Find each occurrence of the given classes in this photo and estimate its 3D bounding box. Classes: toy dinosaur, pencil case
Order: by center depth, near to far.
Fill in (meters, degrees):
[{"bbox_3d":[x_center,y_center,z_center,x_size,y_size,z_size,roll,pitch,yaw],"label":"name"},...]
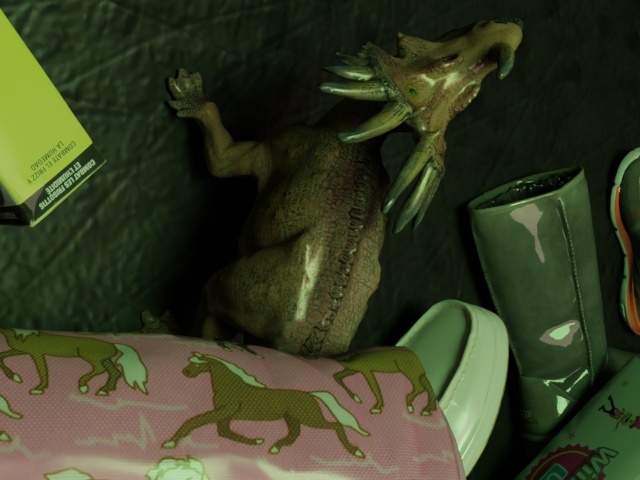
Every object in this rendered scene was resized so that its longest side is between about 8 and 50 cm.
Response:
[{"bbox_3d":[-0.118,0.132,0.604,0.386,0.167,0.160,1,50,-21],"label":"pencil case"},{"bbox_3d":[0.000,0.000,0.735,0.127,0.200,0.296,15,83,-38],"label":"toy dinosaur"}]

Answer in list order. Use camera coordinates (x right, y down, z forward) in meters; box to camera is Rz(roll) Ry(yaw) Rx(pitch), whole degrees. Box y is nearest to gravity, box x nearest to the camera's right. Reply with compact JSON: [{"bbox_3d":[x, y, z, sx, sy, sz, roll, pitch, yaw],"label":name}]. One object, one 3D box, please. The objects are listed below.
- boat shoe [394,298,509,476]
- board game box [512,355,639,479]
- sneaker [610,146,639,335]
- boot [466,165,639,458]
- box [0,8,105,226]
[{"bbox_3d":[0.025,0.141,0.826,0.096,0.098,0.277,44,69,-29],"label":"boat shoe"},{"bbox_3d":[0.263,0.268,0.975,0.224,0.097,0.303,-45,121,-2],"label":"board game box"},{"bbox_3d":[0.282,0.001,1.045,0.061,0.065,0.158,-14,101,-37],"label":"sneaker"},{"bbox_3d":[0.206,0.045,0.986,0.189,0.076,0.208,-18,97,-32],"label":"boot"},{"bbox_3d":[-0.208,-0.114,0.639,0.058,0.087,0.232,-45,119,-28],"label":"box"}]
